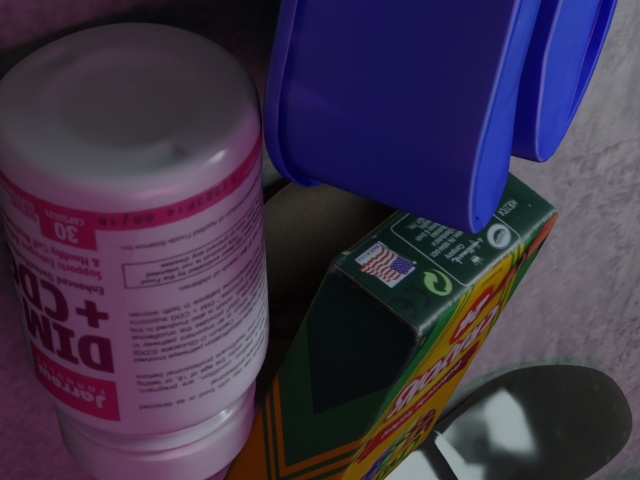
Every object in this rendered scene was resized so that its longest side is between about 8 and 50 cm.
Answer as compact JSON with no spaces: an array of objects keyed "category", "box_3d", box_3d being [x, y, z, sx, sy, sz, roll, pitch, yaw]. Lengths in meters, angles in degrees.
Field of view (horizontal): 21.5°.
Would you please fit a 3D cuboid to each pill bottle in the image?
[{"category":"pill bottle","box_3d":[-0.113,0.020,1.066,0.160,0.160,0.283,-21,137,-20]}]

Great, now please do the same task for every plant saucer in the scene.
[{"category":"plant saucer","box_3d":[0.000,0.000,1.234,0.168,0.029,0.168,-21,138,-20]}]

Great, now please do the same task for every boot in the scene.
[{"category":"boot","box_3d":[0.138,0.194,1.490,0.305,0.112,0.115,-20,167,-27]}]

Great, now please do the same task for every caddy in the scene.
[{"category":"caddy","box_3d":[0.069,-0.173,0.992,0.241,0.179,0.341,-41,149,-51]}]

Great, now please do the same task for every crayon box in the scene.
[{"category":"crayon box","box_3d":[0.036,0.105,1.229,0.202,0.081,0.318,-37,160,-46]}]
